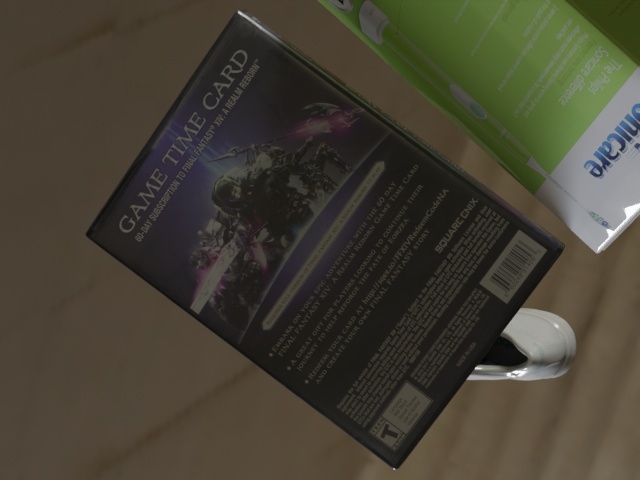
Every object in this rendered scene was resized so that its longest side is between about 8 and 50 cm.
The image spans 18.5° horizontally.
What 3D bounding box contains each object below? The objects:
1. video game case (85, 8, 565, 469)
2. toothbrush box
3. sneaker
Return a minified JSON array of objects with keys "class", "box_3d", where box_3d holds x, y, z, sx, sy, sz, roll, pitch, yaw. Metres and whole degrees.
[{"class":"video game case","box_3d":[0.000,0.000,1.352,0.196,0.274,0.026,-54,-5,14]},{"class":"toothbrush box","box_3d":[0.138,-0.155,1.242,0.122,0.283,0.206,-43,-7,-23]},{"class":"sneaker","box_3d":[0.103,0.086,1.664,0.094,0.212,0.080,-12,-81,-60]}]
